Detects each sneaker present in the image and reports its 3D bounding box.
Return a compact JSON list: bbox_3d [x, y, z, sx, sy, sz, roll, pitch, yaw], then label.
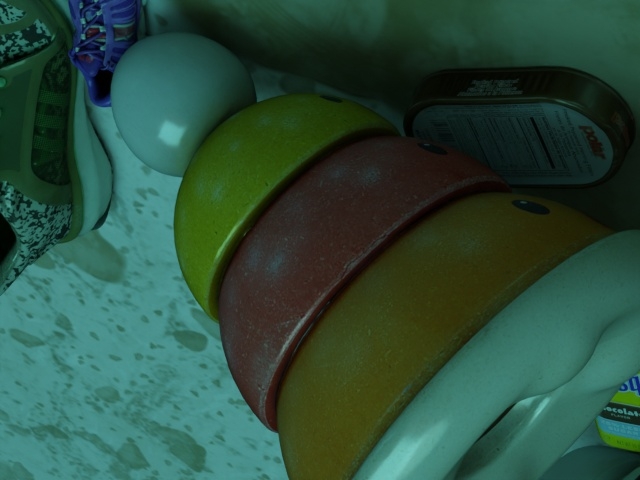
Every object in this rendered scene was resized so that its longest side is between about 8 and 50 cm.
[{"bbox_3d":[-0.180,-0.176,1.567,0.068,0.071,0.170,13,142,21],"label":"sneaker"},{"bbox_3d":[-0.291,-0.097,1.645,0.158,0.182,0.410,12,143,21],"label":"sneaker"}]

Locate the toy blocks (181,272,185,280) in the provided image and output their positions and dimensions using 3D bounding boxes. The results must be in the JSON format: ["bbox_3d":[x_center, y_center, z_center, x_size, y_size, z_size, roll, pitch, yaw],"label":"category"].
[{"bbox_3d":[-0.049,0.021,1.749,0.148,0.054,0.123,23,146,7],"label":"toy blocks"}]

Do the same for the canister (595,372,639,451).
[{"bbox_3d":[0.282,0.110,1.625,0.126,0.073,0.170,6,142,26],"label":"canister"}]

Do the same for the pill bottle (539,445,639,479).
[{"bbox_3d":[0.361,0.308,1.631,0.392,0.224,0.224,12,147,52],"label":"pill bottle"}]

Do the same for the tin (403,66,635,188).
[{"bbox_3d":[0.154,-0.086,1.493,0.189,0.040,0.106,1,142,33],"label":"tin"}]

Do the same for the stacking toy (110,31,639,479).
[{"bbox_3d":[0.000,0.000,1.482,0.480,0.350,0.351,44,150,19],"label":"stacking toy"}]
